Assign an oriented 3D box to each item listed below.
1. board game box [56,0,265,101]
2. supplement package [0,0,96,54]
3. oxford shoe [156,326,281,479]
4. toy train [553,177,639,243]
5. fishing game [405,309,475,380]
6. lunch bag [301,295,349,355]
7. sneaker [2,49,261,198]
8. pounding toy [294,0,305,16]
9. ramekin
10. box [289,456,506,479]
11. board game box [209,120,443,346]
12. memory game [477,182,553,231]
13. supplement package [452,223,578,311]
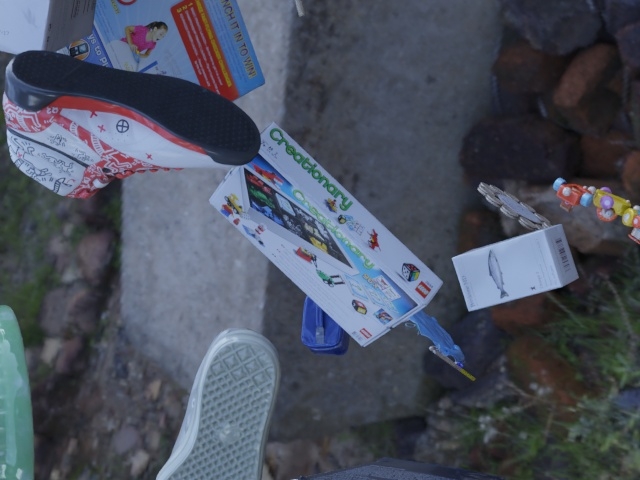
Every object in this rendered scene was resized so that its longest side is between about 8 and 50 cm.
[{"bbox_3d":[-0.275,-0.322,1.639,0.302,0.308,0.086,-33,37,-18],"label":"board game box"},{"bbox_3d":[-0.364,-0.317,1.259,0.244,0.139,0.134,-86,9,-72],"label":"supplement package"},{"bbox_3d":[-0.164,0.334,1.649,0.130,0.169,0.450,-95,22,-72],"label":"oxford shoe"},{"bbox_3d":[0.411,-0.034,1.455,0.166,0.125,0.046,33,114,29],"label":"toy train"},{"bbox_3d":[0.204,0.172,1.974,0.041,0.189,0.264,-45,39,11],"label":"fishing game"},{"bbox_3d":[0.010,0.126,1.602,0.067,0.065,0.099,-2,69,14],"label":"lunch bag"},{"bbox_3d":[-0.205,-0.103,1.099,0.145,0.270,0.090,112,171,-47],"label":"sneaker"},{"bbox_3d":[-0.038,-0.424,1.457,0.141,0.130,0.100,-47,22,41],"label":"pounding toy"},{"bbox_3d":[-0.484,0.242,1.366,0.303,0.148,0.304,12,104,63],"label":"ramekin"},{"bbox_3d":[0.133,0.671,1.879,0.297,0.471,0.480,4,85,23],"label":"box"},{"bbox_3d":[0.000,0.000,1.383,0.053,0.305,0.193,-48,3,-32],"label":"board game box"},{"bbox_3d":[0.378,-0.055,1.952,0.012,0.186,0.186,-58,36,17],"label":"memory game"},{"bbox_3d":[0.342,0.048,1.803,0.179,0.105,0.105,-19,88,31],"label":"supplement package"}]
